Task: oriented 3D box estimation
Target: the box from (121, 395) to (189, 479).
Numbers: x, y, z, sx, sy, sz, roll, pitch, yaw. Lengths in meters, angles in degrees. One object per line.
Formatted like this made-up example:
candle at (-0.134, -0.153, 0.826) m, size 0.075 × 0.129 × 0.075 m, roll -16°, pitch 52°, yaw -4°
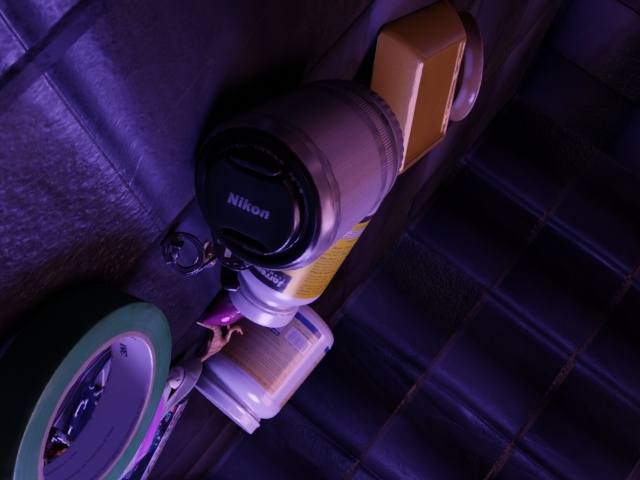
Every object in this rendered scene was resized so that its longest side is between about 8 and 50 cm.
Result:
box at (-0.381, 0.460, 1.683) m, size 0.233 × 0.044 × 0.159 m, roll -63°, pitch 179°, yaw -6°

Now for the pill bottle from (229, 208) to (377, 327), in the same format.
pill bottle at (-0.042, 0.000, 1.398) m, size 0.334 × 0.188 × 0.188 m, roll -58°, pitch 168°, yaw 28°

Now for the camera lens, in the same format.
camera lens at (-0.025, -0.100, 1.049) m, size 0.274 × 0.219 × 0.219 m, roll -40°, pitch 164°, yaw -50°

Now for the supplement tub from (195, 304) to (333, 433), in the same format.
supplement tub at (-0.143, 0.294, 1.833) m, size 0.316 × 0.228 × 0.228 m, roll -49°, pitch 169°, yaw -17°

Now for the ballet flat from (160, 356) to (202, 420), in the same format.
ballet flat at (-0.334, 0.325, 1.573) m, size 0.213 × 0.072 × 0.068 m, roll -51°, pitch 139°, yaw -22°

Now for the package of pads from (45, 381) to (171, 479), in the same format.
package of pads at (-0.403, 0.380, 1.353) m, size 0.229 × 0.101 × 0.296 m, roll -43°, pitch 166°, yaw -43°

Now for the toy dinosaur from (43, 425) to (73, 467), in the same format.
toy dinosaur at (-0.427, 0.401, 1.105) m, size 0.218 × 0.164 × 0.322 m, roll -56°, pitch 133°, yaw -27°

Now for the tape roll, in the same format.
tape roll at (-0.320, 0.220, 0.985) m, size 0.321 × 0.077 × 0.321 m, roll 19°, pitch 90°, yaw -73°

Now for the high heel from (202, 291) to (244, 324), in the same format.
high heel at (-0.183, 0.140, 1.647) m, size 0.117 × 0.082 × 0.244 m, roll -22°, pitch -173°, yaw 6°

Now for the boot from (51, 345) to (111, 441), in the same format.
boot at (-0.353, 0.249, 1.169) m, size 0.190 × 0.086 × 0.069 m, roll -55°, pitch 169°, yaw 17°

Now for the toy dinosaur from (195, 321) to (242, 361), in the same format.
toy dinosaur at (-0.232, 0.218, 1.655) m, size 0.112 × 0.064 × 0.211 m, roll -43°, pitch 166°, yaw -37°

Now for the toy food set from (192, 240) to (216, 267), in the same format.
toy food set at (-0.178, 0.014, 1.321) m, size 0.078 × 0.019 × 0.122 m, roll -57°, pitch 168°, yaw 26°

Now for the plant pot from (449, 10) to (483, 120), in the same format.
plant pot at (0.289, -0.382, 1.623) m, size 0.032 × 0.236 × 0.236 m, roll -2°, pitch 150°, yaw -15°

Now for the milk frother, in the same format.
milk frother at (-0.167, 0.002, 1.162) m, size 0.129 × 0.143 × 0.135 m, roll -62°, pitch -168°, yaw 1°

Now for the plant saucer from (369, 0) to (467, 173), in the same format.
plant saucer at (0.197, -0.288, 1.493) m, size 0.333 × 0.081 × 0.332 m, roll -40°, pitch 146°, yaw -50°
